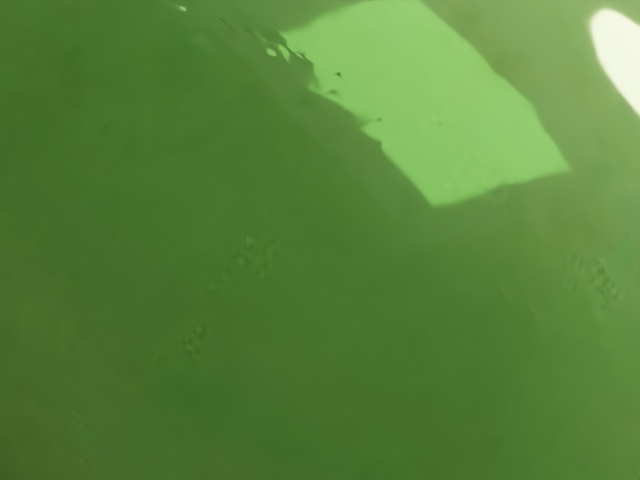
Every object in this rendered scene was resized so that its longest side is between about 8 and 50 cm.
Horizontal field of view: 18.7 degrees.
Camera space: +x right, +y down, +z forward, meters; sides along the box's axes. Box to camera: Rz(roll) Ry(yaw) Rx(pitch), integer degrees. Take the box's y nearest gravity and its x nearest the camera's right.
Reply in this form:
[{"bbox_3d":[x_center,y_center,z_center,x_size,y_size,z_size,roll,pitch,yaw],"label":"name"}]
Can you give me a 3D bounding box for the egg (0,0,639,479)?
[{"bbox_3d":[0.000,0.000,0.621,0.389,0.276,0.276,36,47,8],"label":"egg"}]
